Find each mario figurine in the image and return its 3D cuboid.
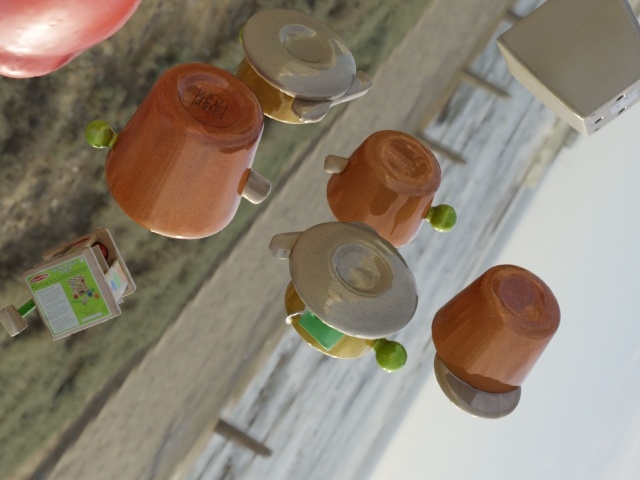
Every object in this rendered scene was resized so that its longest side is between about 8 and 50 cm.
[{"bbox_3d":[-0.206,-0.229,0.774,0.198,0.320,0.170,-44,139,-13],"label":"mario figurine"}]

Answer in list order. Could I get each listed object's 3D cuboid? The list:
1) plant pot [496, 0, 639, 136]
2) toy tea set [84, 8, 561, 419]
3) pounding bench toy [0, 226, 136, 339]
[{"bbox_3d":[0.226,-0.151,1.080,0.109,0.096,0.109,-35,165,8],"label":"plant pot"},{"bbox_3d":[0.000,0.000,0.865,0.200,0.336,0.124,-25,158,-42],"label":"toy tea set"},{"bbox_3d":[-0.182,0.034,0.904,0.083,0.052,0.065,-22,-167,8],"label":"pounding bench toy"}]
